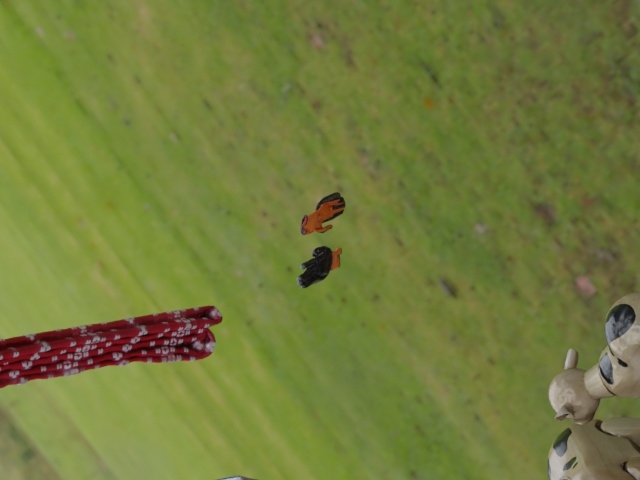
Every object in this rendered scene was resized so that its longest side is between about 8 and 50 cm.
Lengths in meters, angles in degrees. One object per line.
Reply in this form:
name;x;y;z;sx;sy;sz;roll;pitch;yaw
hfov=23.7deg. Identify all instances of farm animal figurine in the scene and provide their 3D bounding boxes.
farm animal figurine;0.271;0.214;1.378;0.327;0.172;0.330;98;171;-86

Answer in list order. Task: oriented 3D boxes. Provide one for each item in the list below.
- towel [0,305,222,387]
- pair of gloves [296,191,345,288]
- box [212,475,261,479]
towel;-0.212;0.074;0.785;0.199;0.275;0.031;-11;87;46
pair of gloves;0.000;0.000;1.360;0.010;0.074;0.083;18;116;26
box;-0.103;0.259;1.199;0.072;0.137;0.126;30;-130;-67
